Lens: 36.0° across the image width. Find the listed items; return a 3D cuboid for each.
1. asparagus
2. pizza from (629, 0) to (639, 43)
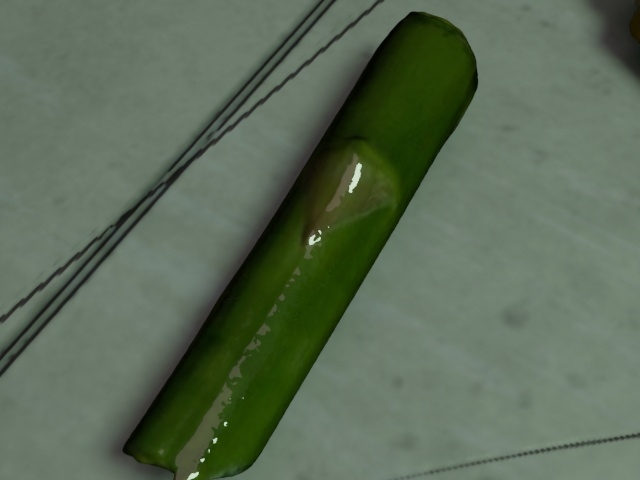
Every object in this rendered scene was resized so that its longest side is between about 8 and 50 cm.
[{"bbox_3d":[0.002,0.001,0.481,0.060,0.067,0.278,35,68,-8],"label":"asparagus"},{"bbox_3d":[0.425,-0.154,0.512,0.440,0.130,0.406,26,63,29],"label":"pizza"}]
